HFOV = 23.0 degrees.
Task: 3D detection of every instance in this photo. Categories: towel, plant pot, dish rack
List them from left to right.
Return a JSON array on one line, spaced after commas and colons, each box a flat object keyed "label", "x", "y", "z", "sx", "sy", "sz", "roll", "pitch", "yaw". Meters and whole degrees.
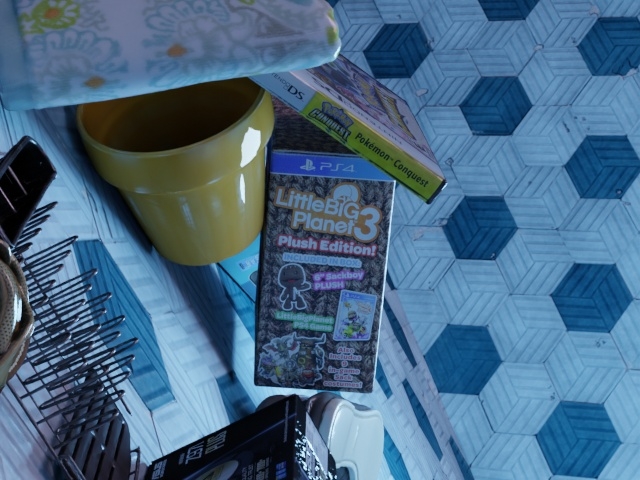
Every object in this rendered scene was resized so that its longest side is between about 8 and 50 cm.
[{"label": "dish rack", "x": -0.196, "y": 0.070, "z": 1.185, "sx": 0.271, "sy": 0.074, "sz": 0.208, "roll": 62, "pitch": 9, "yaw": -15}, {"label": "towel", "x": -0.180, "y": -0.281, "z": 1.553, "sx": 0.090, "sy": 0.320, "sz": 0.374, "roll": 87, "pitch": -12, "yaw": -47}, {"label": "plant pot", "x": -0.140, "y": -0.083, "z": 1.694, "sx": 0.205, "sy": 0.205, "sz": 0.188, "roll": -107, "pitch": -177, "yaw": -50}]

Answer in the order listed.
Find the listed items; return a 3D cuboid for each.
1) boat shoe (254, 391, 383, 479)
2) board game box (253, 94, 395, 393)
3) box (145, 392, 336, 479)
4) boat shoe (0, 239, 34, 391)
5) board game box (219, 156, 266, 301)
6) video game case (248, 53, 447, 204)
[{"label": "boat shoe", "x": 0.005, "y": 0.238, "z": 1.889, "sx": 0.335, "sy": 0.095, "sz": 0.112, "roll": 54, "pitch": 50, "yaw": -69}, {"label": "board game box", "x": 0.000, "y": 0.000, "z": 1.866, "sx": 0.232, "sy": 0.141, "sz": 0.291, "roll": -96, "pitch": -170, "yaw": -69}, {"label": "box", "x": -0.067, "y": 0.217, "z": 1.279, "sx": 0.077, "sy": 0.147, "sz": 0.180, "roll": 61, "pitch": 9, "yaw": -15}, {"label": "boat shoe", "x": -0.219, "y": 0.056, "z": 0.895, "sx": 0.122, "sy": 0.120, "sz": 0.324, "roll": 64, "pitch": 8, "yaw": 0}, {"label": "board game box", "x": -0.095, "y": -0.032, "z": 2.182, "sx": 0.336, "sy": 0.079, "sz": 0.254, "roll": 52, "pitch": 15, "yaw": -57}, {"label": "video game case", "x": 0.011, "y": -0.165, "z": 1.688, "sx": 0.248, "sy": 0.035, "sz": 0.275, "roll": 34, "pitch": 16, "yaw": -18}]
